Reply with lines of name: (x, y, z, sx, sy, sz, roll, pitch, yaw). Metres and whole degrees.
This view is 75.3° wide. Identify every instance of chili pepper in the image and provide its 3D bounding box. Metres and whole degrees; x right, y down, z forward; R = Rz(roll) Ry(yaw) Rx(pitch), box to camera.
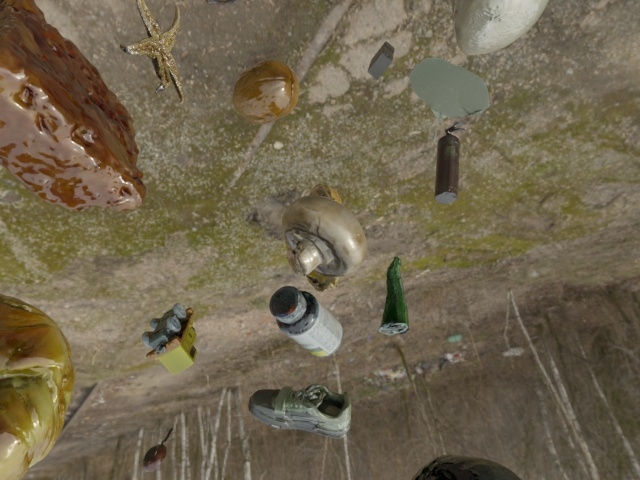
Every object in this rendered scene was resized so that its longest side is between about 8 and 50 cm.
chili pepper: (0.205, 0.140, 1.125, 0.088, 0.227, 0.059, -18, 139, 36)

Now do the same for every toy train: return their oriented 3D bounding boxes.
toy train: (-0.363, 0.243, 1.038, 0.089, 0.127, 0.219, -31, -163, 2)

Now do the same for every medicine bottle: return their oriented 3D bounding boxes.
medicine bottle: (-0.043, 0.245, 1.265, 0.141, 0.142, 0.293, -18, 141, 16)

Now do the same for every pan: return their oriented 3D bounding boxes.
pan: (-0.417, 0.532, 1.065, 0.068, 0.115, 0.024, -18, 121, 29)

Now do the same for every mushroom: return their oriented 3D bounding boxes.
mushroom: (0.000, 0.000, 0.994, 0.178, 0.226, 0.226, -43, 174, -34)

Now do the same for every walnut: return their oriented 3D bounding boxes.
walnut: (-0.155, -0.413, 1.163, 0.207, 0.168, 0.167, -12, 157, 34)

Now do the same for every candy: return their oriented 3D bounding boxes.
candy: (0.417, -0.553, 0.944, 0.185, 0.296, 0.296, 29, 155, 10)

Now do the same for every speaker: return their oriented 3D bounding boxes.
speaker: (0.206, -0.607, 1.393, 0.044, 0.218, 0.082, 36, 122, -13)

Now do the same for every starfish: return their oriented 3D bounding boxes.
starfish: (-0.339, -0.410, 0.887, 0.056, 0.238, 0.213, -4, 147, 12)

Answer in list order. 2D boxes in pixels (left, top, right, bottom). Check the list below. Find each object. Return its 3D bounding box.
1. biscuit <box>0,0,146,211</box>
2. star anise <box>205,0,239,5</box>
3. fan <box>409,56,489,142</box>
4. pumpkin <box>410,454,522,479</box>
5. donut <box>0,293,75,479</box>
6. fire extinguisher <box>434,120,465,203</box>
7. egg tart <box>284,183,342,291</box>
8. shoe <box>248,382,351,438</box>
biscuit: (-0.521, -0.257, 0.816, 0.166, 0.395, 0.343, -28, 138, -1)
star anise: (-0.209, -0.681, 1.073, 0.208, 0.089, 0.231, -4, 165, -28)
fan: (0.278, -0.300, 0.942, 0.182, 0.010, 0.310, 29, 170, 13)
pumpkin: (0.218, 0.496, 0.626, 0.238, 0.316, 0.315, 24, 144, -14)
donut: (-0.581, 0.234, 0.643, 0.359, 0.361, 0.170, -2, 150, -16)
fire extinguisher: (0.408, -0.251, 1.300, 0.089, 0.268, 0.072, -10, 152, 42)
egg tart: (-0.025, -0.006, 1.292, 0.149, 0.353, 0.352, -4, 154, -18)
shoe: (-0.049, 0.434, 1.129, 0.292, 0.109, 0.149, 13, 120, 3)
